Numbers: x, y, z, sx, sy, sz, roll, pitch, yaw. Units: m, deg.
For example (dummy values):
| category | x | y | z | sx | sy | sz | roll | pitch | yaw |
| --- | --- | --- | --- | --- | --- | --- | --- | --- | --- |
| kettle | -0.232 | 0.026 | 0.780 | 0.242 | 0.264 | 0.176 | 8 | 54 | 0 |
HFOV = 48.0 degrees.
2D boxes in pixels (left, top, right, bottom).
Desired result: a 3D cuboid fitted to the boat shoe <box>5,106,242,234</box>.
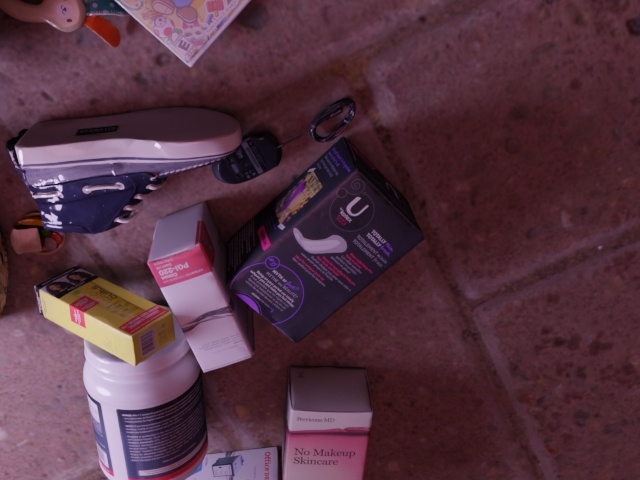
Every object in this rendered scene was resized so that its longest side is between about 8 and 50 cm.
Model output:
| category | x | y | z | sx | sy | sz | roll | pitch | yaw |
| --- | --- | --- | --- | --- | --- | --- | --- | --- | --- |
| boat shoe | -0.278 | -0.101 | 1.079 | 0.341 | 0.127 | 0.158 | -2 | 124 | 6 |

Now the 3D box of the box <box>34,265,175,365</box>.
| category | x | y | z | sx | sy | sz | roll | pitch | yaw |
| --- | --- | --- | --- | --- | --- | --- | --- | --- | --- |
| box | -0.340 | 0.114 | 1.124 | 0.232 | 0.087 | 0.058 | 21 | 124 | 31 |

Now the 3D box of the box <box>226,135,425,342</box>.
| category | x | y | z | sx | sy | sz | roll | pitch | yaw |
| --- | --- | --- | --- | --- | --- | --- | --- | --- | --- |
| box | 0.000 | 0.000 | 1.128 | 0.270 | 0.143 | 0.165 | -40 | 115 | 15 |

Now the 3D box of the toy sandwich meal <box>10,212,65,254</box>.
| category | x | y | z | sx | sy | sz | roll | pitch | yaw |
| --- | --- | --- | --- | --- | --- | --- | --- | --- | --- |
| toy sandwich meal | -0.455 | -0.007 | 1.154 | 0.086 | 0.029 | 0.085 | -2 | 118 | -3 |

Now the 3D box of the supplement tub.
| category | x | y | z | sx | sy | sz | roll | pitch | yaw |
| --- | --- | --- | --- | --- | --- | --- | --- | --- | --- |
| supplement tub | -0.294 | 0.266 | 1.218 | 0.191 | 0.191 | 0.272 | -2 | 118 | -3 |

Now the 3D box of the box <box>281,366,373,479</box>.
| category | x | y | z | sx | sy | sz | roll | pitch | yaw |
| --- | --- | --- | --- | --- | --- | --- | --- | --- | --- |
| box | 0.007 | 0.363 | 1.328 | 0.149 | 0.126 | 0.232 | 2 | 118 | -5 |

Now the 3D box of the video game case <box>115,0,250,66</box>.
| category | x | y | z | sx | sy | sz | roll | pitch | yaw |
| --- | --- | --- | --- | --- | --- | --- | --- | --- | --- |
| video game case | -0.179 | -0.386 | 0.963 | 0.206 | 0.026 | 0.227 | 40 | 101 | -21 |

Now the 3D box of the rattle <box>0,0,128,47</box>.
| category | x | y | z | sx | sy | sz | roll | pitch | yaw |
| --- | --- | --- | --- | --- | --- | --- | --- | --- | --- |
| rattle | -0.354 | -0.328 | 0.937 | 0.200 | 0.143 | 0.130 | 41 | 84 | -13 |

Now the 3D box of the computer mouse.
| category | x | y | z | sx | sy | sz | roll | pitch | yaw |
| --- | --- | --- | --- | --- | --- | --- | --- | --- | --- |
| computer mouse | -0.057 | -0.158 | 1.107 | 0.242 | 0.041 | 0.071 | -25 | 125 | 1 |

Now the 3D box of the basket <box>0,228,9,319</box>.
| category | x | y | z | sx | sy | sz | roll | pitch | yaw |
| --- | --- | --- | --- | --- | --- | --- | --- | --- | --- |
| basket | -0.605 | 0.065 | 1.073 | 0.214 | 0.223 | 0.299 | -2 | 117 | -3 |

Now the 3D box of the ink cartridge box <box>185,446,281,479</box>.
| category | x | y | z | sx | sy | sz | roll | pitch | yaw |
| --- | --- | --- | --- | --- | --- | --- | --- | --- | --- |
| ink cartridge box | -0.171 | 0.477 | 1.367 | 0.191 | 0.139 | 0.082 | -7 | 116 | -1 |

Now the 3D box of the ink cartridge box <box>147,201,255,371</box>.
| category | x | y | z | sx | sy | sz | roll | pitch | yaw |
| --- | --- | --- | --- | --- | --- | --- | --- | --- | --- |
| ink cartridge box | -0.184 | 0.074 | 1.144 | 0.092 | 0.158 | 0.217 | -20 | 117 | 4 |
